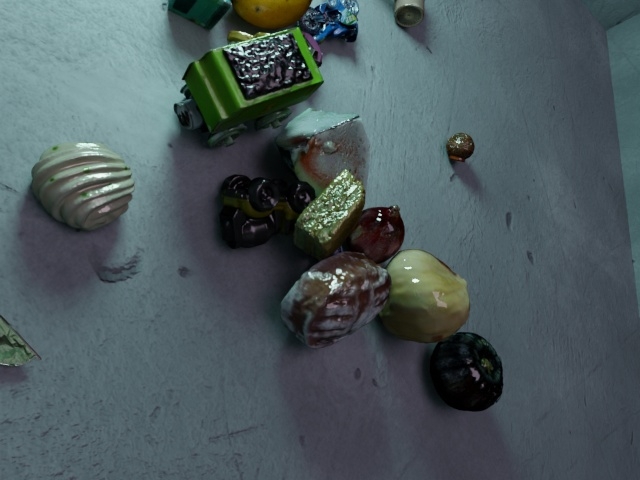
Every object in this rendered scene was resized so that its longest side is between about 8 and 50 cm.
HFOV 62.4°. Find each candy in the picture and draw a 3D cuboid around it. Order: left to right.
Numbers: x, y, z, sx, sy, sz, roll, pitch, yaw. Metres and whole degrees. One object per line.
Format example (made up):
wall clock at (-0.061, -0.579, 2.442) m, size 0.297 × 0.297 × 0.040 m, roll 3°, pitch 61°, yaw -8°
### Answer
candy at (0.045, 0.139, 1.246) m, size 0.289 × 0.157 × 0.214 m, roll -20°, pitch 134°, yaw -41°

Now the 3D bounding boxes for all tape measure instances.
tape measure at (-0.048, -0.513, 1.468) m, size 0.125 × 0.074 × 0.118 m, roll 35°, pitch 55°, yaw -29°

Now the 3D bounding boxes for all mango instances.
mango at (-0.125, -0.661, 1.400) m, size 0.290 × 0.159 × 0.191 m, roll -48°, pitch 117°, yaw -35°

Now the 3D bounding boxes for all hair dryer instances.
hair dryer at (0.246, -0.904, 1.778) m, size 0.344 × 0.106 × 0.189 m, roll 32°, pitch 56°, yaw -47°

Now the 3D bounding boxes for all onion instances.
onion at (0.159, -0.027, 1.410) m, size 0.159 × 0.195 × 0.160 m, roll 19°, pitch 46°, yaw -21°

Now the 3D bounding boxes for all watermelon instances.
watermelon at (0.038, -0.213, 1.337) m, size 0.290 × 0.213 × 0.320 m, roll 51°, pitch 22°, yaw -8°

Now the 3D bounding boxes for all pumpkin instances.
pumpkin at (0.423, 0.379, 1.525) m, size 0.233 × 0.163 × 0.233 m, roll 25°, pitch 50°, yaw -34°

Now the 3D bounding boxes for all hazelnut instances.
hazelnut at (0.277, 0.151, 1.404) m, size 0.241 × 0.261 × 0.261 m, roll -12°, pitch 83°, yaw -19°

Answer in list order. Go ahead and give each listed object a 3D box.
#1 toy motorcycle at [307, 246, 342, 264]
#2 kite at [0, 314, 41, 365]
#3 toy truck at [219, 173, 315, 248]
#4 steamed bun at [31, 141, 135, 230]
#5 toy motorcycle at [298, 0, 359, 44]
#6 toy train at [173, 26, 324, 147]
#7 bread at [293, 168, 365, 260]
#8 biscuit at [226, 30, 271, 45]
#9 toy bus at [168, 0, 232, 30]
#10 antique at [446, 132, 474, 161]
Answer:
toy motorcycle at (0.000, 0.000, 1.351) m, size 0.114 × 0.076 × 0.205 m, roll -15°, pitch 84°, yaw -51°
kite at (-0.611, 0.147, 0.822) m, size 0.322 × 0.013 × 0.268 m, roll 6°, pitch 71°, yaw -37°
toy truck at (-0.124, -0.064, 1.229) m, size 0.224 × 0.147 × 0.165 m, roll -1°, pitch 99°, yaw -42°
steamed bun at (-0.436, -0.108, 0.990) m, size 0.182 × 0.106 × 0.183 m, roll 13°, pitch 68°, yaw -35°
toy motorcycle at (0.036, -0.646, 1.576) m, size 0.254 × 0.092 × 0.136 m, roll -31°, pitch 107°, yaw -33°
toy train at (-0.163, -0.335, 1.183) m, size 0.307 × 0.249 × 0.174 m, roll -27°, pitch 94°, yaw -28°
bread at (0.029, -0.055, 1.231) m, size 0.102 × 0.138 × 0.196 m, roll 37°, pitch 66°, yaw 11°
biscuit at (-0.123, -0.460, 1.339) m, size 0.240 × 0.158 × 0.035 m, roll 17°, pitch 88°, yaw -62°
toy bus at (-0.283, -0.668, 1.284) m, size 0.147 × 0.128 × 0.256 m, roll 14°, pitch 70°, yaw -35°
antique at (0.490, -0.329, 1.851) m, size 0.104 × 0.104 × 0.104 m, roll 14°, pitch 68°, yaw -37°
